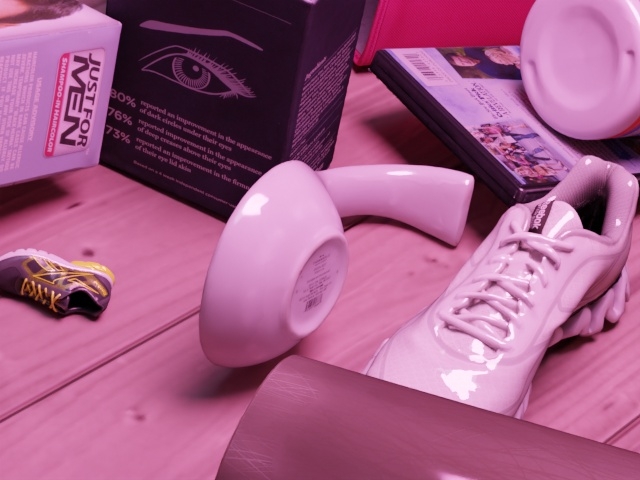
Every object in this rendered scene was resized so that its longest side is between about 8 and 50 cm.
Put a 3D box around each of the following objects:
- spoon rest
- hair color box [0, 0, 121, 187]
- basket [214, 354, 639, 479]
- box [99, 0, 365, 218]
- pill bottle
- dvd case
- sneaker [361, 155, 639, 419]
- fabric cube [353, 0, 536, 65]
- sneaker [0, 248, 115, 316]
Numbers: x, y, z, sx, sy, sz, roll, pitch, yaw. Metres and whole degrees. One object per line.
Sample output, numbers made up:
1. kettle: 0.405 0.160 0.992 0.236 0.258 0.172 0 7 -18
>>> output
1. spoon rest: 0.000 0.000 1.201 0.084 0.137 0.276 24 25 27
2. hair color box: -0.326 -0.098 1.134 0.185 0.114 0.374 28 27 31
3. basket: 0.063 0.162 1.001 0.227 0.154 0.204 22 39 16
4. box: -0.063 -0.133 1.257 0.153 0.207 0.108 25 41 13
5. pill bottle: 0.266 -0.144 1.380 0.221 0.124 0.124 -7 43 -43
6. dvd case: 0.182 -0.092 1.385 0.253 0.022 0.180 -6 43 -41
7. sneaker: 0.120 0.041 1.180 0.110 0.118 0.292 31 44 17
8. fabric cube: 0.117 -0.320 1.495 0.258 0.254 0.259 -7 44 -26
9. sneaker: -0.175 0.029 1.174 0.083 0.031 0.035 5 41 -10
